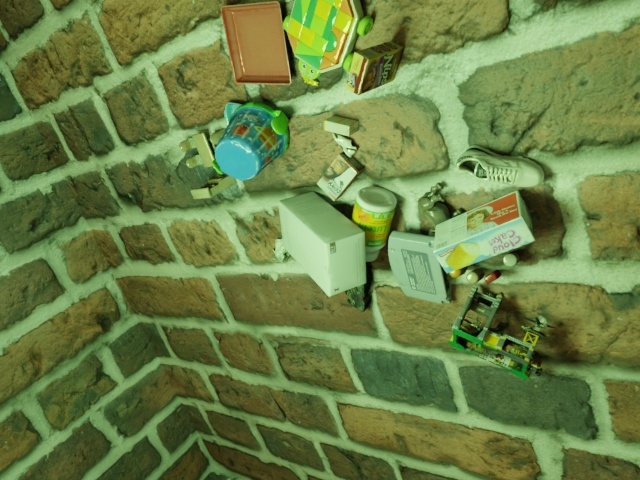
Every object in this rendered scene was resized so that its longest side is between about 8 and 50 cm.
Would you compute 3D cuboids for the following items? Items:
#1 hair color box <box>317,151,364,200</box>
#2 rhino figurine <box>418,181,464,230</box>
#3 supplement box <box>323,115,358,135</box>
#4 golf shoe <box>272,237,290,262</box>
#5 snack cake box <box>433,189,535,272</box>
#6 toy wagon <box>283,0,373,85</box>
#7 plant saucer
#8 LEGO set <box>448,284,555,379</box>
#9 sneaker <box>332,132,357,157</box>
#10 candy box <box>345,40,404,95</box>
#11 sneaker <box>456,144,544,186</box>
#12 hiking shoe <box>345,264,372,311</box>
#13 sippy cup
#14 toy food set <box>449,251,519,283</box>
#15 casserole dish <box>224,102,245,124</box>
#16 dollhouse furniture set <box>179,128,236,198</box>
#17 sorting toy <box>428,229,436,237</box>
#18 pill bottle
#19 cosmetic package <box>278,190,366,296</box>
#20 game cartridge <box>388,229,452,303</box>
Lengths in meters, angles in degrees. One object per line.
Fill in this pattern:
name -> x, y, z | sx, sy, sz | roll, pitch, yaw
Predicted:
hair color box -> 0.068, -0.225, 1.794 | 0.093, 0.053, 0.167 | 46, 135, 6
rhino figurine -> 0.401, -0.058, 1.620 | 0.243, 0.073, 0.106 | 52, 133, -4
supplement box -> 0.068, -0.377, 1.685 | 0.099, 0.062, 0.036 | 21, 128, 29
golf shoe -> -0.156, 0.016, 2.130 | 0.086, 0.069, 0.176 | 45, 135, 15
snack cake box -> 0.465, -0.024, 1.478 | 0.265, 0.152, 0.089 | -25, 113, 29
toy wagon -> 0.002, -0.624, 1.570 | 0.267, 0.068, 0.344 | 38, 135, 14
plant saucer -> -0.205, -0.662, 1.729 | 0.259, 0.048, 0.258 | 13, 125, 34
LEGO set -> 0.583, 0.285, 1.667 | 0.332, 0.192, 0.255 | 19, 158, 33
sneaker -> 0.082, -0.333, 1.728 | 0.044, 0.040, 0.109 | -41, 84, 19
candy box -> 0.155, -0.489, 1.449 | 0.053, 0.187, 0.109 | 35, 135, 20
sneaker -> 0.499, -0.192, 1.435 | 0.235, 0.095, 0.090 | 20, 127, 27
hiking shoe -> 0.135, 0.177, 1.982 | 0.114, 0.086, 0.226 | 18, 129, 25
sippy cup -> -0.256, -0.336, 1.817 | 0.240, 0.224, 0.305 | 23, 134, 3
toy food set -> 0.531, 0.066, 1.604 | 0.232, 0.105, 0.111 | -39, 76, 29
casserole dish -> -0.283, -0.462, 1.934 | 0.189, 0.037, 0.114 | 17, 127, 29
dollhouse furniture set -> -0.471, -0.312, 2.096 | 0.212, 0.161, 0.241 | -1, 117, 40
sorting toy -> 0.388, 0.000, 1.694 | 0.083, 0.045, 0.075 | 2, 110, 41
pill bottle -> 0.172, -0.050, 1.764 | 0.136, 0.136, 0.245 | 27, 132, 23
cosmetic package -> 0.000, 0.000, 1.813 | 0.385, 0.156, 0.217 | 43, 144, 49
game cartridge -> 0.334, 0.090, 1.744 | 0.196, 0.060, 0.294 | 8, 136, 32
